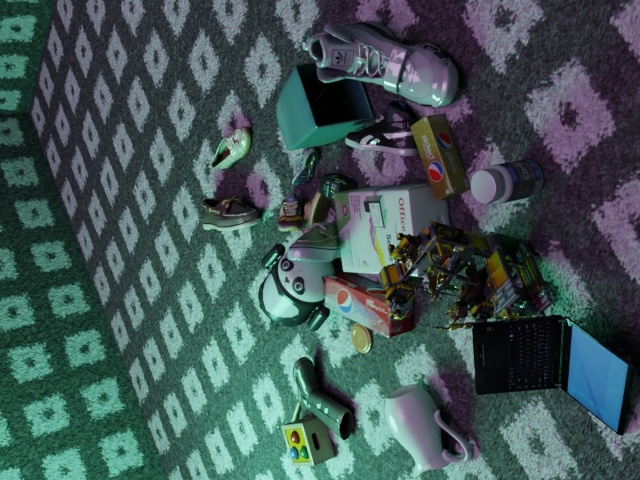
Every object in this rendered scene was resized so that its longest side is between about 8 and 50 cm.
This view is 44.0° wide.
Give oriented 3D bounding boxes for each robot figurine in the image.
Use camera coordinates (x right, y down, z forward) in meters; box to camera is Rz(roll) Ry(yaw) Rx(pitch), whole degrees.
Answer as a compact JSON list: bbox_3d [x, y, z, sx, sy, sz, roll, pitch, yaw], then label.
[{"bbox_3d":[-0.072,0.133,2.202,0.278,0.209,0.174,-51,21,48],"label":"robot figurine"}]

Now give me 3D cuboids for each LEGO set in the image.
[{"bbox_3d":[0.290,0.110,1.571,0.255,0.331,0.192,-47,38,34],"label":"LEGO set"}]

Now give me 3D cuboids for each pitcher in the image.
[{"bbox_3d":[0.257,0.451,1.904,0.177,0.125,0.207,-22,92,34],"label":"pitcher"}]

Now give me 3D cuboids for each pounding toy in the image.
[{"bbox_3d":[-0.071,0.585,2.403,0.206,0.094,0.181,-25,80,54],"label":"pounding toy"}]

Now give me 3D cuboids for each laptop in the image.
[{"bbox_3d":[0.430,0.264,1.501,0.137,0.264,0.234,-89,-11,-46],"label":"laptop"}]

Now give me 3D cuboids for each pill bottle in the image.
[{"bbox_3d":[0.365,-0.114,1.555,0.078,0.137,0.078,20,116,50],"label":"pill bottle"}]

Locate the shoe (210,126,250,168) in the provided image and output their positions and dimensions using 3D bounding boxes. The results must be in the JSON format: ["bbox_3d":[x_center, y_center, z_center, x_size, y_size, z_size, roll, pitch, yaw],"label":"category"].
[{"bbox_3d":[-0.280,-0.282,2.473,0.219,0.058,0.077,-42,66,51],"label":"shoe"}]

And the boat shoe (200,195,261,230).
[{"bbox_3d":[-0.289,-0.088,2.500,0.324,0.116,0.097,4,106,60],"label":"boat shoe"}]

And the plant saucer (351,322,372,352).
[{"bbox_3d":[0.108,0.262,2.131,0.083,0.013,0.084,20,115,51],"label":"plant saucer"}]

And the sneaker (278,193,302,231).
[{"bbox_3d":[-0.085,-0.078,2.201,0.185,0.069,0.084,-118,29,-74],"label":"sneaker"}]

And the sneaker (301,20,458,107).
[{"bbox_3d":[0.122,-0.385,1.752,0.366,0.210,0.138,41,131,41],"label":"sneaker"}]

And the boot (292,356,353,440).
[{"bbox_3d":[0.007,0.451,2.274,0.208,0.076,0.190,32,139,54],"label":"boot"}]

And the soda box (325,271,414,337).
[{"bbox_3d":[0.120,0.159,2.023,0.263,0.083,0.092,21,116,51],"label":"soda box"}]

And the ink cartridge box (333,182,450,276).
[{"bbox_3d":[0.168,-0.027,1.873,0.278,0.117,0.202,1,100,54],"label":"ink cartridge box"}]

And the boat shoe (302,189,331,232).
[{"bbox_3d":[-0.019,-0.080,2.164,0.059,0.063,0.170,44,134,31],"label":"boat shoe"}]

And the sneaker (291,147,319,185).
[{"bbox_3d":[-0.045,-0.208,2.185,0.135,0.052,0.058,-59,43,35],"label":"sneaker"}]

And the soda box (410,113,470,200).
[{"bbox_3d":[0.263,-0.183,1.746,0.061,0.058,0.182,-30,75,54],"label":"soda box"}]

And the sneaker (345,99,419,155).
[{"bbox_3d":[0.150,-0.272,1.871,0.216,0.079,0.121,16,109,43],"label":"sneaker"}]

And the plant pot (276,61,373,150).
[{"bbox_3d":[-0.011,-0.326,2.009,0.234,0.165,0.166,-35,71,61],"label":"plant pot"}]

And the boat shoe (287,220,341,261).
[{"bbox_3d":[0.000,0.000,1.981,0.109,0.302,0.094,2,95,21],"label":"boat shoe"}]

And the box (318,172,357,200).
[{"bbox_3d":[0.044,-0.138,2.061,0.083,0.062,0.052,32,123,46],"label":"box"}]
